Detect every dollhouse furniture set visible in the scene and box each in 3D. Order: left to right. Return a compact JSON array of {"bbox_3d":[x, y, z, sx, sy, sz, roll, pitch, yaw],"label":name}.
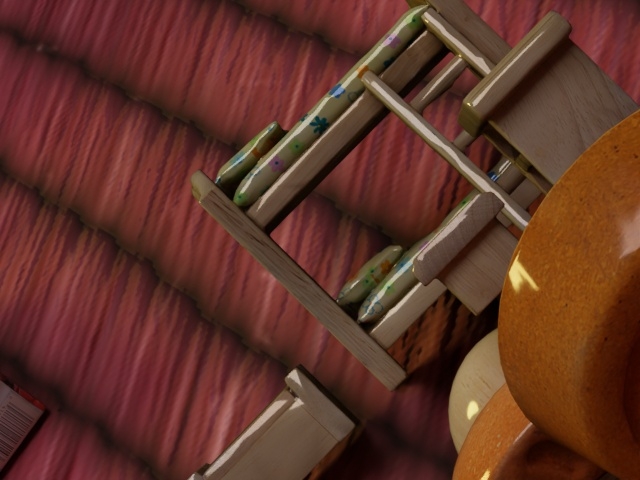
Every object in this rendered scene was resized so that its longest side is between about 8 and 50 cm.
[{"bbox_3d":[0.000,0.000,0.606,0.101,0.161,0.182,44,89,3],"label":"dollhouse furniture set"}]

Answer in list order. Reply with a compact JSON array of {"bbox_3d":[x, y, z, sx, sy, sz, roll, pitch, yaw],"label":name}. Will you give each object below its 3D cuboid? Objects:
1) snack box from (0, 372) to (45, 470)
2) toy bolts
[{"bbox_3d":[-0.189,0.100,0.783,0.100,0.037,0.141,25,77,46],"label":"snack box"},{"bbox_3d":[0.126,0.003,0.519,0.228,0.218,0.158,-28,37,-7],"label":"toy bolts"}]
